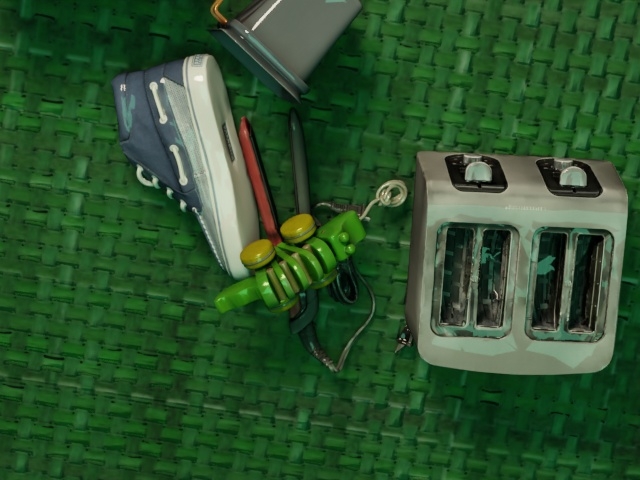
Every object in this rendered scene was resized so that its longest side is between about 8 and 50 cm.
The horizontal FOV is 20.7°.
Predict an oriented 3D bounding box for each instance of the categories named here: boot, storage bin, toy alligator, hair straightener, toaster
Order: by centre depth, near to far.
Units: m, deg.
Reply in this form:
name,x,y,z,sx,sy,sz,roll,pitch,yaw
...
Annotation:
name,x,y,z,sx,sy,sz,roll,pitch,yaw
storage bin,-0.028,-0.172,1.365,0.098,0.135,0.091,42,88,-11
toy alligator,0.001,0.008,1.404,0.189,0.051,0.056,-32,115,-13
toaster,0.154,0.023,1.425,0.168,0.110,0.186,4,104,-2
boot,-0.108,-0.054,1.428,0.086,0.069,0.190,-9,102,15
hair straightener,0.000,0.000,1.446,0.089,0.047,0.230,-13,105,2
